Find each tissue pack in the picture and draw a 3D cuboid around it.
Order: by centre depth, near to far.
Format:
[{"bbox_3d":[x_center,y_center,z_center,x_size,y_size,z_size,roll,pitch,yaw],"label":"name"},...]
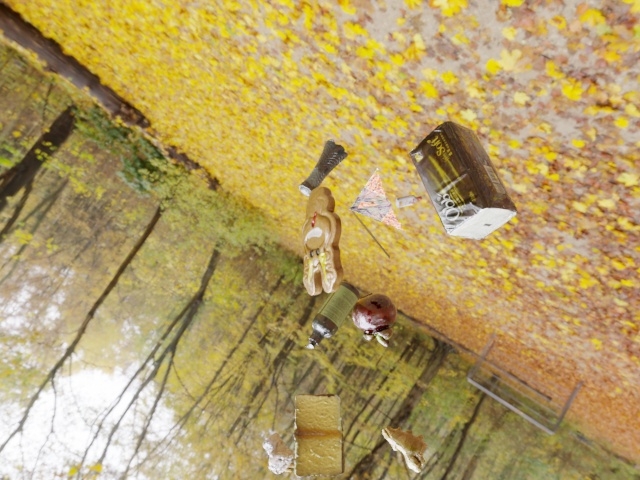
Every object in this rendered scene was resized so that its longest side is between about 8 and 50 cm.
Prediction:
[{"bbox_3d":[0.487,-0.198,1.482,0.210,0.198,0.370,8,-127,-39],"label":"tissue pack"}]

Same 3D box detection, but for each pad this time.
[{"bbox_3d":[0.216,-0.030,1.867,0.265,0.009,0.159,52,-177,10],"label":"pad"}]

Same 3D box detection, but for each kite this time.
[{"bbox_3d":[0.131,-0.090,1.144,0.125,0.008,0.222,-6,134,31],"label":"kite"}]

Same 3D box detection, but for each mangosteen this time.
[{"bbox_3d":[0.265,0.374,2.054,0.215,0.215,0.257,87,163,-82],"label":"mangosteen"}]

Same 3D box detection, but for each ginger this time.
[{"bbox_3d":[0.348,0.813,1.752,0.205,0.115,0.081,42,-167,21],"label":"ginger"}]

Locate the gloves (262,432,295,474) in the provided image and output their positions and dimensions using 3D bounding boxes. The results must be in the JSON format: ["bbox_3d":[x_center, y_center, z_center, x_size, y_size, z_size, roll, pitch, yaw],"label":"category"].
[{"bbox_3d":[-0.160,0.803,1.641,0.144,0.110,0.094,35,-165,29],"label":"gloves"}]

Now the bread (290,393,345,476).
[{"bbox_3d":[-0.006,0.667,1.509,0.178,0.266,0.142,-1,155,2],"label":"bread"}]

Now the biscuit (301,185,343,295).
[{"bbox_3d":[-0.003,0.000,1.197,0.044,0.295,0.186,4,166,-34],"label":"biscuit"}]

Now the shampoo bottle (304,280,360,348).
[{"bbox_3d":[0.038,0.289,1.653,0.101,0.284,0.101,31,156,15],"label":"shampoo bottle"}]

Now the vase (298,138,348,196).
[{"bbox_3d":[0.005,-0.286,1.773,0.115,0.237,0.115,30,163,11],"label":"vase"}]

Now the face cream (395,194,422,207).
[{"bbox_3d":[0.286,-0.130,1.414,0.040,0.083,0.021,80,177,-46],"label":"face cream"}]
